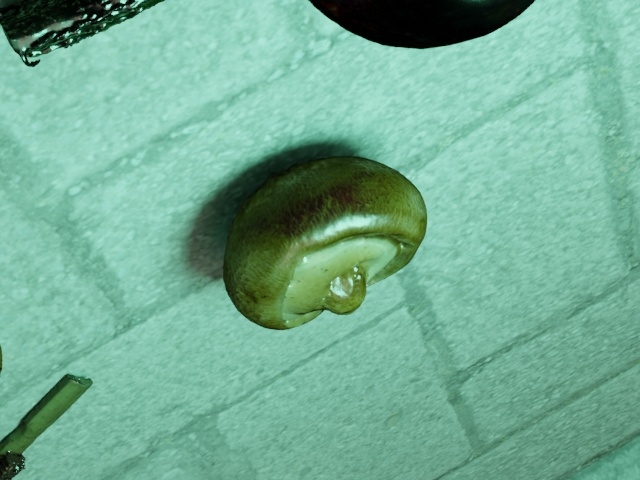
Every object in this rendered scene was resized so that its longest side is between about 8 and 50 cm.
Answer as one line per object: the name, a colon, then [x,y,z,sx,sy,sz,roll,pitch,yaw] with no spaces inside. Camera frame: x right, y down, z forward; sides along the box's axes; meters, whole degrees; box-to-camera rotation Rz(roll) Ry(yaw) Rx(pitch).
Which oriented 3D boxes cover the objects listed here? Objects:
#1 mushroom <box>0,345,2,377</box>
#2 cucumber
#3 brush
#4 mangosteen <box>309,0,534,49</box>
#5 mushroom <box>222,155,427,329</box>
mushroom: [-0.415,0.145,2.131,0.127,0.087,0.127,-23,174,-3]
cucumber: [-0.178,-0.235,1.756,0.245,0.067,0.067,-27,152,-11]
brush: [-0.369,0.254,2.382,0.248,0.036,0.043,-44,154,22]
mangosteen: [0.103,-0.314,1.667,0.313,0.297,0.297,-11,146,-27]
mushroom: [0.000,0.000,2.208,0.253,0.153,0.253,-25,154,-13]
